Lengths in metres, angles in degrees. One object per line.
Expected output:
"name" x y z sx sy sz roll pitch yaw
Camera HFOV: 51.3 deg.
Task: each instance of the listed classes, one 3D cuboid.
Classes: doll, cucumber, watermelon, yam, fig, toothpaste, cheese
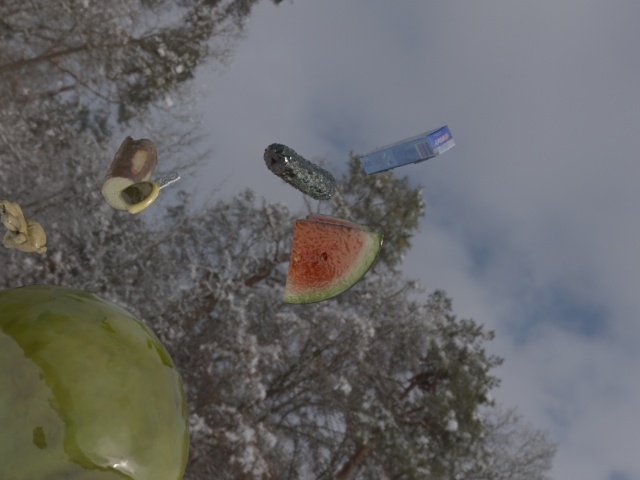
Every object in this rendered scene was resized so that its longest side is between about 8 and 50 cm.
"doll" -0.373 -0.020 0.833 0.061 0.051 0.093 65 -28 23
"cucumber" -0.056 -0.191 1.862 0.096 0.359 0.096 -4 -101 22
"watermelon" 0.011 0.015 1.093 0.137 0.193 0.145 58 9 0
"yam" -0.580 -0.212 2.040 0.128 0.238 0.129 38 -55 -26
"fig" -0.210 0.157 0.542 0.239 0.239 0.271 43 4 17
"toothpaste" 0.182 -0.195 1.468 0.053 0.066 0.272 62 -25 -10
"cheese" -0.441 -0.133 1.736 0.086 0.163 0.036 46 -22 32
